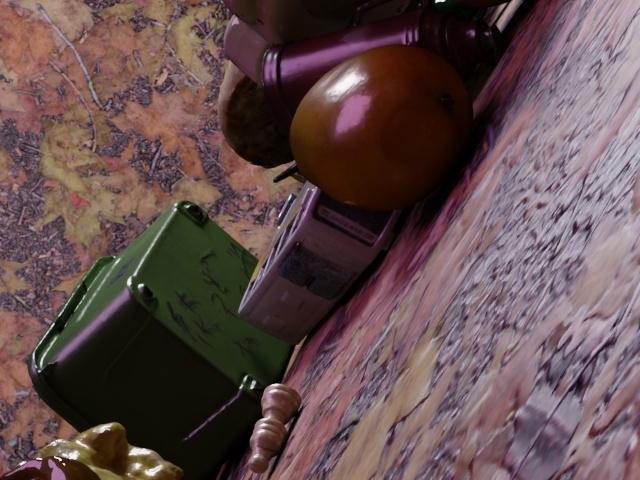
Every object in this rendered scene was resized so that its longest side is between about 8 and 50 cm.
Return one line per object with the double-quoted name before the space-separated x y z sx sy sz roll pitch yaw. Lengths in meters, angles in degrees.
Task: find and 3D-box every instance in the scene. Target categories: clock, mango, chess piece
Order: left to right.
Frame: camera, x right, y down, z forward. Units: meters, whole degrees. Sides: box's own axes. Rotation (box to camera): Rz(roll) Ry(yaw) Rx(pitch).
"chess piece" -0.044 0.170 1.451 0.035 0.035 0.092 -56 9 40
"clock" 0.010 -0.317 1.656 0.284 0.114 0.309 -34 -29 -30
"mango" 0.049 -0.101 1.416 0.151 0.120 0.221 -45 20 -3

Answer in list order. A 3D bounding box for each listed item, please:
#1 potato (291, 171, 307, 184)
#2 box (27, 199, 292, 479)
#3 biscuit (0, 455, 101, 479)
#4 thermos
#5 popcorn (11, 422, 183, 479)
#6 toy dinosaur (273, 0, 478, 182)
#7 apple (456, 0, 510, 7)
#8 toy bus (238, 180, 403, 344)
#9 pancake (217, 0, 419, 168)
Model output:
"potato" 0.018 -0.085 2.058 0.066 0.103 0.096 -63 5 -6
"box" -0.154 0.114 1.850 0.178 0.253 0.329 -43 11 25
"biscuit" -0.257 0.343 1.226 0.381 0.074 0.359 -11 65 43
"thermos" 0.064 -0.173 1.576 0.232 0.124 0.099 -13 -7 29
"popcorn" -0.214 0.287 1.450 0.286 0.215 0.252 131 163 -76
"toy dinosaur" 0.117 -0.211 1.772 0.447 0.087 0.301 -49 8 1
"apple" 0.142 -0.306 1.533 0.155 0.182 0.182 -56 4 12
"toy bus" 0.000 0.000 1.667 0.138 0.097 0.342 -63 4 -22
"pancake" 0.045 -0.239 1.983 0.382 0.071 0.382 -34 -22 -16
